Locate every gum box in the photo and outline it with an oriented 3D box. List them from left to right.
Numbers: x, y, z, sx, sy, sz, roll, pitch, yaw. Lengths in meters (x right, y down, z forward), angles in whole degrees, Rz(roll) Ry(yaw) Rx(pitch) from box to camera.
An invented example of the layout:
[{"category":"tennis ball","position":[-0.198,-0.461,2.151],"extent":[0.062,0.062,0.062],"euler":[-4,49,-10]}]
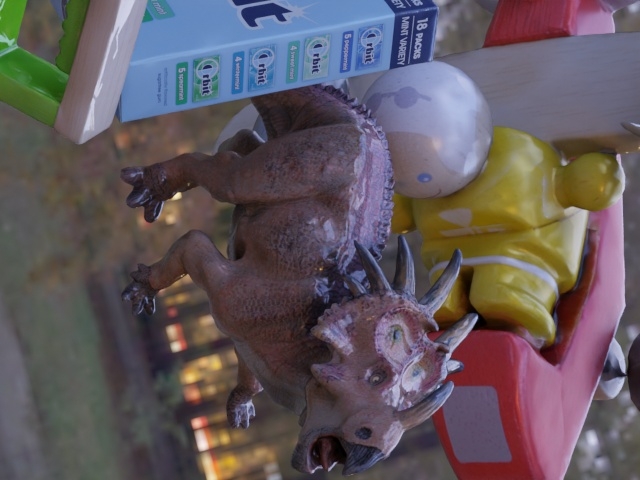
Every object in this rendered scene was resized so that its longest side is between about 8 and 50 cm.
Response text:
[{"category":"gum box","position":[-0.051,-0.141,1.030],"extent":[0.157,0.184,0.041],"euler":[-124,-152,-43]}]

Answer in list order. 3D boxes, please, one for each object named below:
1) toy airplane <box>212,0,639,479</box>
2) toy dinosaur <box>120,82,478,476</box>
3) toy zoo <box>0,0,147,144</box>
[{"category":"toy airplane","position":[0.125,-0.077,1.208],"extent":[0.272,0.386,0.384],"euler":[16,30,-51]},{"category":"toy dinosaur","position":[0.000,0.000,1.057],"extent":[0.127,0.200,0.296],"euler":[20,65,-52]},{"category":"toy zoo","position":[-0.194,-0.189,0.788],"extent":[0.030,0.293,0.192],"euler":[-41,155,-56]}]
